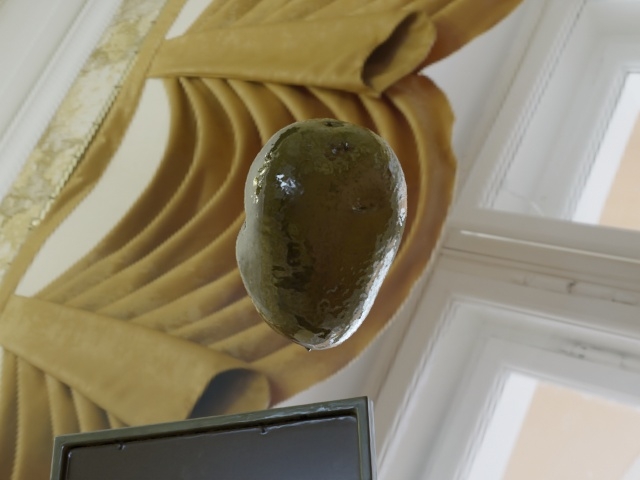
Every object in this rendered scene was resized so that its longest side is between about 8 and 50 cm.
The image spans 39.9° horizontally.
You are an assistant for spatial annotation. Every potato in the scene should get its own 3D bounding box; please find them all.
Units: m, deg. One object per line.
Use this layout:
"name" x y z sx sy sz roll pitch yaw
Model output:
"potato" 0.000 0.000 0.926 0.174 0.159 0.252 8 -77 -6

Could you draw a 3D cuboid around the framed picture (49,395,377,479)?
"framed picture" -0.093 0.245 0.705 0.020 0.289 0.211 59 -155 -58
